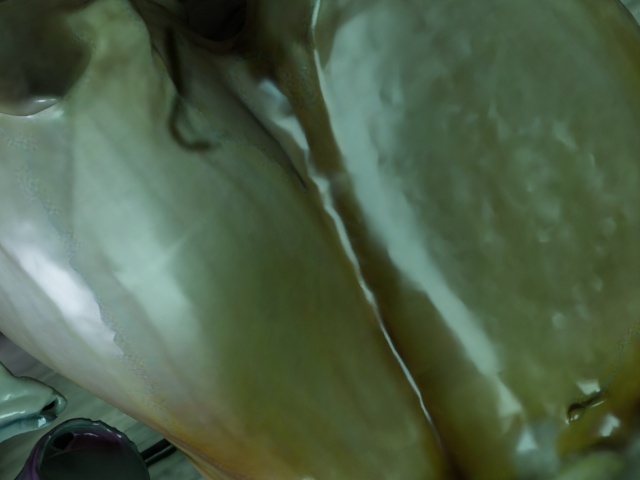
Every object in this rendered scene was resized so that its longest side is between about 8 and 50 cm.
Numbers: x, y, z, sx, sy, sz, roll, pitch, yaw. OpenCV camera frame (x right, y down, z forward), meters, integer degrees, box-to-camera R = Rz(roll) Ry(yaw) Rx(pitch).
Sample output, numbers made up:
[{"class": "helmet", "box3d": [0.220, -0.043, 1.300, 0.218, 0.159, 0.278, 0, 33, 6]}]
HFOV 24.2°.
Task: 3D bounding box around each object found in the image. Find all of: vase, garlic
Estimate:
[{"class": "vase", "box3d": [-0.158, 0.155, 0.702, 0.086, 0.086, 0.214, 18, 138, -33]}, {"class": "garlic", "box3d": [0.000, 0.000, 0.603, 0.286, 0.249, 0.313, -28, 112, 22]}]

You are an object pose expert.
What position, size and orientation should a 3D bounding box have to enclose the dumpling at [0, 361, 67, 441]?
[{"class": "dumpling", "box3d": [-0.202, 0.051, 0.629, 0.188, 0.127, 0.108, 6, 101, -39]}]
